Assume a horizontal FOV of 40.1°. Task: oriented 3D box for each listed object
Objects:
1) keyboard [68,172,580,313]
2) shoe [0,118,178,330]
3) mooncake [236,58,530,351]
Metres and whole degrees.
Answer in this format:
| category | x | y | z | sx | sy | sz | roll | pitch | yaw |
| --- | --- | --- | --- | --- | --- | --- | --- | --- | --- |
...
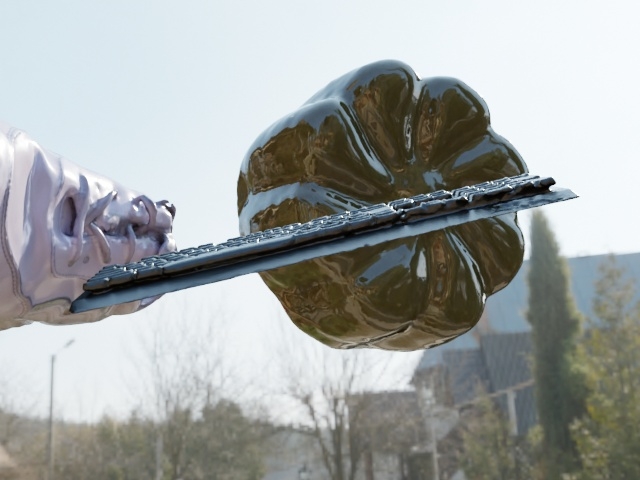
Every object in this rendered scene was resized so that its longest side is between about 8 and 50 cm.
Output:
| category | x | y | z | sx | sy | sz | roll | pitch | yaw |
| --- | --- | --- | --- | --- | --- | --- | --- | --- | --- |
| keyboard | 0.000 | -0.002 | 0.357 | 0.196 | 0.015 | 0.074 | -13 | 3 | -1 |
| shoe | -0.140 | -0.003 | 0.463 | 0.137 | 0.095 | 0.245 | -6 | -12 | -13 |
| mooncake | 0.092 | -0.041 | 1.134 | 0.378 | 0.378 | 0.201 | 3 | -13 | -22 |
